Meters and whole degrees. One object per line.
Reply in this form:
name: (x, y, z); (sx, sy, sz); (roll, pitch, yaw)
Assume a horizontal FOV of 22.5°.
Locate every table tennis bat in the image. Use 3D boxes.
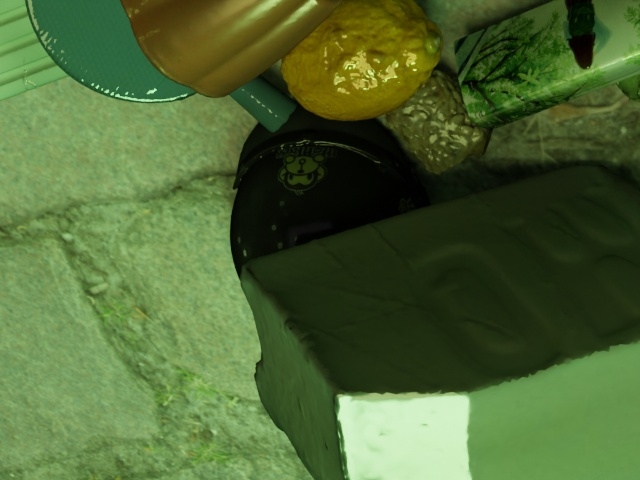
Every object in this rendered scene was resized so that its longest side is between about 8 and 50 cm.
table tennis bat: (-0.159, -0.227, 1.685); (0.329, 0.044, 0.215); (37, 100, -23)

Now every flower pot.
flower pot: (-0.070, -0.252, 1.542); (0.173, 0.190, 0.190); (-21, 119, 34)

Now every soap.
soap: (0.177, 0.116, 1.614); (0.435, 0.350, 0.213); (-16, 127, -14)
soap: (-0.304, -0.236, 1.751); (0.198, 0.066, 0.119); (-15, 122, 26)

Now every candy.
candy: (0.125, -0.125, 1.705); (0.095, 0.085, 0.110); (-36, 100, 26)

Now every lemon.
lemon: (0.042, -0.192, 1.629); (0.187, 0.142, 0.142); (-5, 126, 35)

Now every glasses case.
glasses case: (0.265, -0.199, 1.581); (0.272, 0.062, 0.095); (-21, 74, 29)

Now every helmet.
helmet: (0.000, 0.000, 1.785); (0.230, 0.160, 0.279); (0, 128, 19)

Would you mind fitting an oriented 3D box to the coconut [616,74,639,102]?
coconut: (0.374, -0.173, 1.600); (0.158, 0.055, 0.133); (-7, 126, 22)
